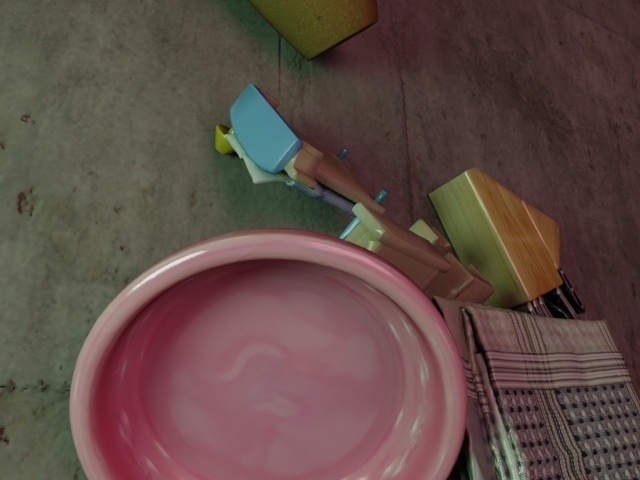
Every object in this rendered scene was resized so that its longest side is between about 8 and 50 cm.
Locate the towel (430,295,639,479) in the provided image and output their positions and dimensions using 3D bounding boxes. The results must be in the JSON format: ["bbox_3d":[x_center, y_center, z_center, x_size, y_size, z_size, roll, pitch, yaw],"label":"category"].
[{"bbox_3d":[0.265,0.214,0.579,0.324,0.056,0.312,10,59,-30],"label":"towel"}]

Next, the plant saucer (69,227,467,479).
[{"bbox_3d":[-0.041,0.142,0.491,0.332,0.332,0.084,37,13,-14],"label":"plant saucer"}]

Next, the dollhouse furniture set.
[{"bbox_3d":[0.000,0.000,0.692,0.286,0.198,0.303,24,23,-47],"label":"dollhouse furniture set"}]

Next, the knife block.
[{"bbox_3d":[0.280,0.055,0.829,0.275,0.088,0.242,30,56,-19],"label":"knife block"}]

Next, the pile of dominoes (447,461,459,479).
[{"bbox_3d":[0.133,0.186,0.708,0.196,0.040,0.251,34,55,-15],"label":"pile of dominoes"}]

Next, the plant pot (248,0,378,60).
[{"bbox_3d":[-0.028,-0.397,0.773,0.237,0.237,0.254,-41,109,-38],"label":"plant pot"}]
